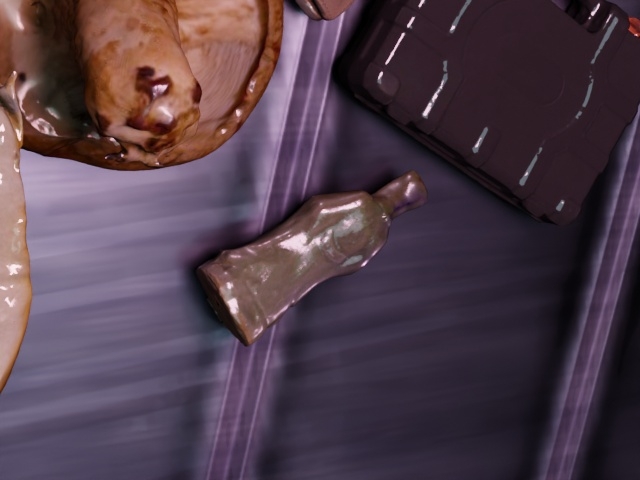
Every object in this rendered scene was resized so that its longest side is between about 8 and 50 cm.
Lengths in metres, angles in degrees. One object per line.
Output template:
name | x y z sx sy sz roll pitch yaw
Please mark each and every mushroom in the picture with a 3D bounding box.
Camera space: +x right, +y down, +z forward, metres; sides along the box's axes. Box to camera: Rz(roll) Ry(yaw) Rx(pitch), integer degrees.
mushroom | -0.135 -0.170 0.979 0.267 0.255 0.267 -18 112 -52

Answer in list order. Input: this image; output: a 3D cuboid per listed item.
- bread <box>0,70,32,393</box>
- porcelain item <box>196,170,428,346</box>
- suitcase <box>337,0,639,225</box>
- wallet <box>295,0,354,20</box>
bread | -0.351 -0.002 0.869 0.225 0.279 0.250 -13 110 -55
porcelain item | 0.000 0.000 1.163 0.216 0.069 0.081 -33 105 -15
suitcase | 0.168 -0.157 1.203 0.286 0.066 0.206 30 90 -33
wallet | -0.005 -0.266 1.100 0.118 0.039 0.152 -47 123 -24
